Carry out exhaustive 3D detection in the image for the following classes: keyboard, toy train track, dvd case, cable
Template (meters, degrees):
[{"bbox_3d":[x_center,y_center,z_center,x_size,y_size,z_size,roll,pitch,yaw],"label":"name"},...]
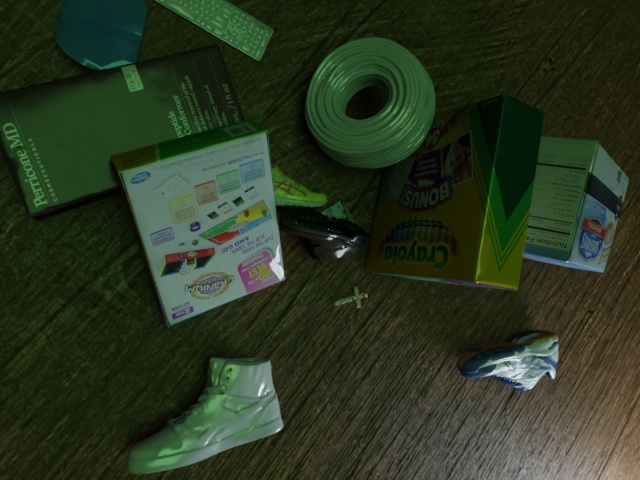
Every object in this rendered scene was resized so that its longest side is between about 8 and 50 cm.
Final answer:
[{"bbox_3d":[-0.216,-0.441,1.008,0.256,0.014,0.072,25,80,-21],"label":"keyboard"},{"bbox_3d":[0.067,0.127,1.130,0.083,0.014,0.048,-12,95,-23],"label":"toy train track"},{"bbox_3d":[0.018,-0.022,1.110,0.119,0.013,0.087,-32,102,-21],"label":"dvd case"},{"bbox_3d":[0.096,-0.272,1.036,0.257,0.089,0.257,20,83,22],"label":"cable"}]

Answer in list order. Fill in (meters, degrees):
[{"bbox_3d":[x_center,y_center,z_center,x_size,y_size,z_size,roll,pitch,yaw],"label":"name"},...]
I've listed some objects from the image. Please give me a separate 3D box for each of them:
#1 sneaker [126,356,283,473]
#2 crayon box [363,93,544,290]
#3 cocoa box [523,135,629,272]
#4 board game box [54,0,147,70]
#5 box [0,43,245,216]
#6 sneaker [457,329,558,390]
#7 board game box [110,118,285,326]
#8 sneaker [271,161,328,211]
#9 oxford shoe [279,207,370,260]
[{"bbox_3d":[-0.216,0.301,0.963,0.293,0.108,0.169,-9,92,-33],"label":"sneaker"},{"bbox_3d":[0.236,-0.076,1.016,0.106,0.363,0.313,14,84,-23],"label":"crayon box"},{"bbox_3d":[0.479,-0.070,1.117,0.347,0.231,0.228,10,94,-52],"label":"cocoa box"},{"bbox_3d":[-0.384,-0.375,0.925,0.133,0.033,0.168,11,80,-18],"label":"board game box"},{"bbox_3d":[-0.328,-0.187,0.892,0.381,0.143,0.191,-23,99,-20],"label":"box"},{"bbox_3d":[0.461,0.305,1.251,0.296,0.112,0.131,-7,93,-23],"label":"sneaker"},{"bbox_3d":[-0.194,-0.025,0.907,0.242,0.064,0.316,-21,129,-23],"label":"board game box"},{"bbox_3d":[-0.079,-0.107,1.033,0.208,0.081,0.094,7,81,-25],"label":"sneaker"},{"bbox_3d":[0.000,0.000,1.020,0.227,0.083,0.096,18,113,-45],"label":"oxford shoe"}]
